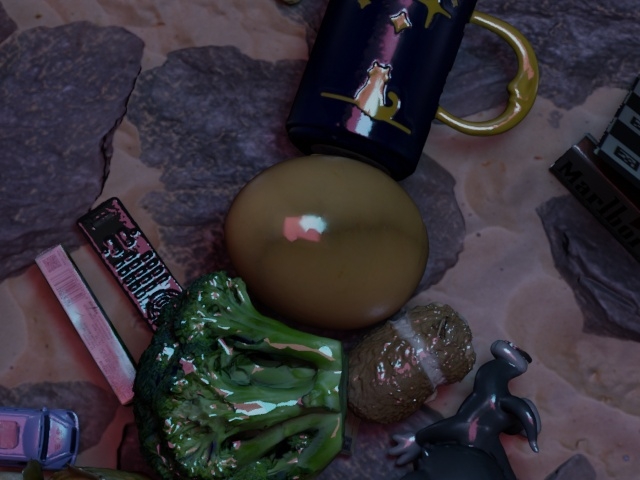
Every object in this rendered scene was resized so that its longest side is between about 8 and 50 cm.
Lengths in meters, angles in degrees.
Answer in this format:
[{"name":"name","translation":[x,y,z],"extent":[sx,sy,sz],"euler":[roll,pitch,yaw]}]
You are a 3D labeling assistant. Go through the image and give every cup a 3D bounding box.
[{"name":"cup","translation":[0.109,-0.202,1.857],"extent":[0.255,0.178,0.256],"euler":[14,79,24]}]

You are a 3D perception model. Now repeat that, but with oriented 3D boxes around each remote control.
[{"name":"remote control","translation":[-0.197,0.060,1.869],"extent":[0.063,0.025,0.245],"euler":[-34,84,-12]}]

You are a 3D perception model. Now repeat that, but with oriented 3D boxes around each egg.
[{"name":"egg","translation":[0.000,0.000,1.802],"extent":[0.244,0.201,0.201],"euler":[12,75,-42]}]

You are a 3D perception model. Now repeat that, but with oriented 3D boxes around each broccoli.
[{"name":"broccoli","translation":[-0.078,0.174,1.735],"extent":[0.245,0.265,0.294],"euler":[-2,112,22]}]

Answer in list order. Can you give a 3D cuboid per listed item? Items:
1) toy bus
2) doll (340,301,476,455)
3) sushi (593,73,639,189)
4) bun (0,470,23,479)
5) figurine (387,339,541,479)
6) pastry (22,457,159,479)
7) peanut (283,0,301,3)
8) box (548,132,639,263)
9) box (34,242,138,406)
[{"name":"toy bus","translation":[-0.359,0.222,1.795],"extent":[0.167,0.076,0.073],"euler":[4,79,-5]},{"name":"doll","translation":[0.080,0.155,1.835],"extent":[0.221,0.115,0.105],"euler":[-37,64,16]},{"name":"sushi","translation":[0.461,-0.025,1.847],"extent":[0.343,0.359,0.064],"euler":[39,117,2]},{"name":"bun","translation":[-0.349,0.346,1.760],"extent":[0.183,0.102,0.183],"euler":[1,81,-9]},{"name":"figurine","translation":[0.192,0.257,1.823],"extent":[0.193,0.140,0.265],"euler":[32,92,-17]},{"name":"pastry","translation":[-0.233,0.398,1.700],"extent":[0.330,0.136,0.329],"euler":[-8,105,-33]},{"name":"peanut","translation":[-0.054,-0.340,1.947],"extent":[0.054,0.054,0.113],"euler":[-27,81,-10]},{"name":"box","translation":[0.358,-0.047,1.903],"extent":[0.036,0.115,0.177],"euler":[-44,87,-14]},{"name":"box","translation":[-0.264,0.099,1.841],"extent":[0.041,0.050,0.207],"euler":[-32,84,-8]}]
